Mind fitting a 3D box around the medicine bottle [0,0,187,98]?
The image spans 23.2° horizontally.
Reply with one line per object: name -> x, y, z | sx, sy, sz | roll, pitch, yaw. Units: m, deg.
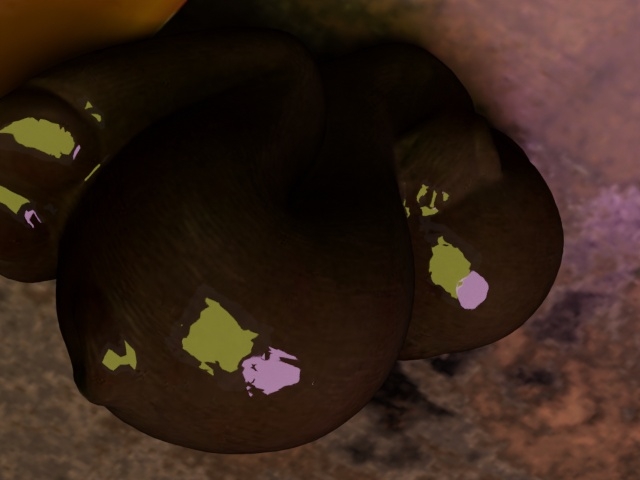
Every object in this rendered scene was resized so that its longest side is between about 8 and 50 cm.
medicine bottle -> -0.151, -0.098, 0.583 | 0.149, 0.112, 0.222 | 38, 114, -22

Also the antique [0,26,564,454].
antique -> 0.000, 0.000, 0.590 | 0.143, 0.257, 0.121 | 45, 118, 23
